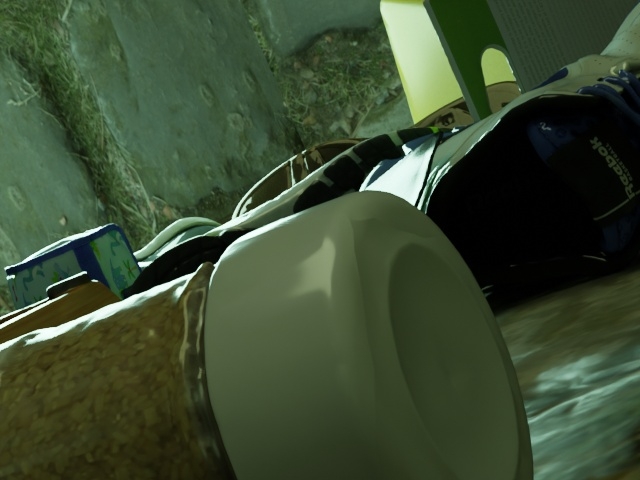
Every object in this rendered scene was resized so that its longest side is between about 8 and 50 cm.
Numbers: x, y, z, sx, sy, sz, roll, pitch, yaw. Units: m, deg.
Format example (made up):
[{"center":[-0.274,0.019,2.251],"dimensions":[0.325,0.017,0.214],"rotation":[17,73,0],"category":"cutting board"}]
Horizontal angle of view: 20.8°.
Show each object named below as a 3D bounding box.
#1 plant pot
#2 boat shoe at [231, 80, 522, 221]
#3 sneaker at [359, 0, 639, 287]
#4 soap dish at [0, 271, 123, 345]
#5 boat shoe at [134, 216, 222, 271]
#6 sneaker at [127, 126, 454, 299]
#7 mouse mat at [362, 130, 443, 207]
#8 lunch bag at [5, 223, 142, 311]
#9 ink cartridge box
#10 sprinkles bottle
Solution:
[{"center":[0.220,-0.181,1.757],"dimensions":[0.212,0.212,0.187],"rotation":[-26,17,-27],"category":"plant pot"},{"center":[0.069,-0.040,1.532],"dimensions":[0.302,0.109,0.098],"rotation":[-23,-35,13],"category":"boat shoe"},{"center":[0.177,-0.053,0.996],"dimensions":[0.315,0.127,0.182],"rotation":[-31,9,-5],"category":"sneaker"},{"center":[-0.214,0.123,0.855],"dimensions":[0.229,0.118,0.291],"rotation":[-22,4,23],"category":"soap dish"},{"center":[-0.129,0.056,1.566],"dimensions":[0.099,0.116,0.319],"rotation":[24,15,18],"category":"boat shoe"},{"center":[0.000,0.000,1.304],"dimensions":[0.300,0.111,0.121],"rotation":[-22,0,-2],"category":"sneaker"},{"center":[0.001,0.026,0.957],"dimensions":[0.152,0.007,0.190],"rotation":[-39,18,35],"category":"mouse mat"},{"center":[-0.172,0.059,1.331],"dimensions":[0.096,0.129,0.151],"rotation":[-26,4,-15],"category":"lunch bag"},{"center":[0.177,-0.128,1.312],"dimensions":[0.255,0.189,0.097],"rotation":[-27,6,-33],"category":"ink cartridge box"},{"center":[-0.110,0.098,0.587],"dimensions":[0.355,0.121,0.121],"rotation":[-22,5,25],"category":"sprinkles bottle"}]
